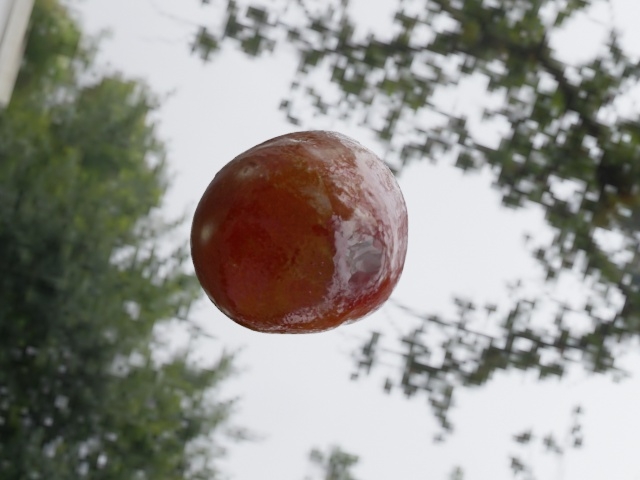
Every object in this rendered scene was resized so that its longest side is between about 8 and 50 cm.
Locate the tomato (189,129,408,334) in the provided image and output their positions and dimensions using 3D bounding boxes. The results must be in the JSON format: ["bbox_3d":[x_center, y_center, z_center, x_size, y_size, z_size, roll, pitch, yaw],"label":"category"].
[{"bbox_3d":[0.000,0.000,1.610,0.139,0.233,0.200,25,-57,55],"label":"tomato"}]
